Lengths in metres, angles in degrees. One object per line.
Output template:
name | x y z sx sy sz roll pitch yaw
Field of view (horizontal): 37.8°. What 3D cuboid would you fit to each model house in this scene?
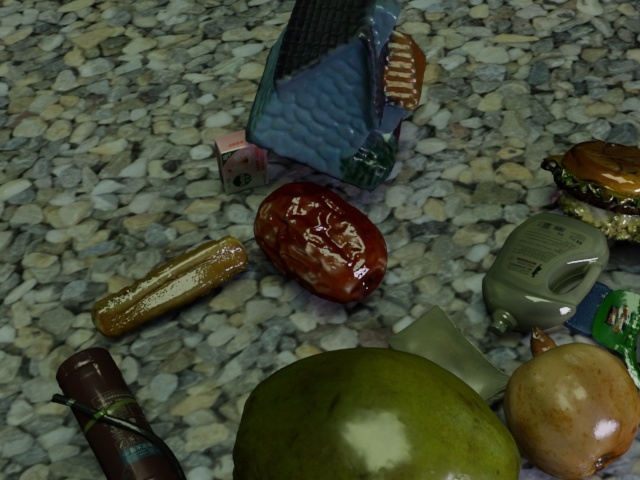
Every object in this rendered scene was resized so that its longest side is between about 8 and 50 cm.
model house | 0.074 -0.348 1.706 0.297 0.339 0.360 22 44 -9

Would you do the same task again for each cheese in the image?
cheese | 0.557 0.162 1.523 0.320 0.083 0.204 25 86 30

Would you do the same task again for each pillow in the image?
pillow | 0.213 0.203 1.530 0.119 0.053 0.208 -30 55 -23

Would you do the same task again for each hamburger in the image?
hamburger | 0.523 -0.088 1.675 0.243 0.139 0.262 -1 29 -19

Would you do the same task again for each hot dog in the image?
hot dog | -0.259 0.080 1.615 0.288 0.068 0.083 -28 93 -17

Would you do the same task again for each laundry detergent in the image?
laundry detergent | 0.368 0.068 1.590 0.181 0.091 0.253 21 56 37

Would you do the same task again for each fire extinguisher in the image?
fire extinguisher | -0.301 0.316 1.410 0.141 0.105 0.341 -3 44 -43

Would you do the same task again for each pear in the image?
pear | 0.067 0.311 1.291 0.413 0.352 0.352 6 53 16

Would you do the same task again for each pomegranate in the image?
pomegranate | 0.378 0.254 1.412 0.207 0.207 0.207 0 53 0

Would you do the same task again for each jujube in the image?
jujube | 0.000 0.000 1.613 0.174 0.174 0.250 -36 57 -23

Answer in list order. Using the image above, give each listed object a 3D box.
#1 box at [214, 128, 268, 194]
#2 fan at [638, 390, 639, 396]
box | -0.147 -0.149 1.750 0.089 0.125 0.043 -17 56 -10
fan | 0.534 0.272 1.485 0.083 0.004 0.056 13 92 17
